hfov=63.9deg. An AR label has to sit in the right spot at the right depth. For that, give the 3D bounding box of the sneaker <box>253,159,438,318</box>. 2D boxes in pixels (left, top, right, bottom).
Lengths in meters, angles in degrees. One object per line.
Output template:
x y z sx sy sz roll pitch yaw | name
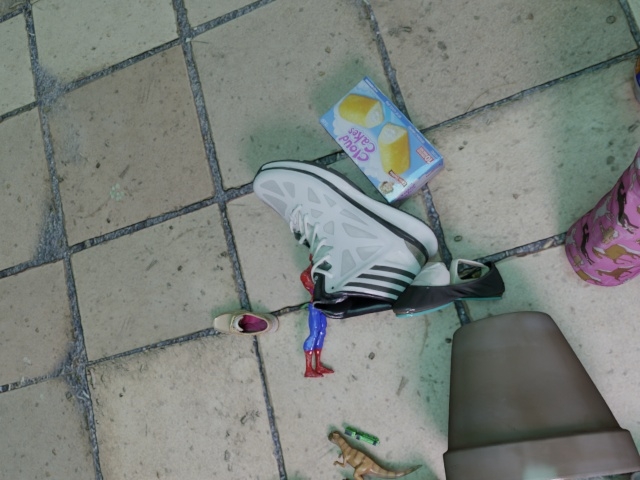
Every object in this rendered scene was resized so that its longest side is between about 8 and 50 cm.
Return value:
0.000 0.000 1.091 0.447 0.169 0.257 26 58 16 | sneaker

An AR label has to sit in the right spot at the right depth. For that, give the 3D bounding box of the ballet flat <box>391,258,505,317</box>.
0.253 0.087 1.030 0.095 0.280 0.096 -8 88 58 | ballet flat

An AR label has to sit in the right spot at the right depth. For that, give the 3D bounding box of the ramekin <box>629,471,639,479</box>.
0.631 0.504 0.878 0.207 0.207 0.109 16 97 18 | ramekin

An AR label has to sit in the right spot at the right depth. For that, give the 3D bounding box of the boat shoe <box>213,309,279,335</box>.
-0.187 0.197 1.232 0.170 0.059 0.063 -4 82 16 | boat shoe

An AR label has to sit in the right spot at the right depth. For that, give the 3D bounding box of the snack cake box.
0.138 -0.220 1.168 0.152 0.089 0.264 -41 74 8 | snack cake box

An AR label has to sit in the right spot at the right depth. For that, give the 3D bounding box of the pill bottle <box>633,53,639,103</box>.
0.664 -0.328 0.924 0.152 0.272 0.152 -2 83 16 | pill bottle

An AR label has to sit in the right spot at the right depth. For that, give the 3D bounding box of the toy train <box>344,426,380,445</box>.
0.092 0.436 1.138 0.083 0.024 0.017 16 88 18 | toy train

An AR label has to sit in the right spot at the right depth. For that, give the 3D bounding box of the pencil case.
0.547 -0.047 0.865 0.160 0.386 0.167 1 70 10 | pencil case

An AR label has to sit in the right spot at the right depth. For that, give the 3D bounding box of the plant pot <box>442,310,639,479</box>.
0.366 0.293 0.949 0.323 0.323 0.280 -15 63 15 | plant pot

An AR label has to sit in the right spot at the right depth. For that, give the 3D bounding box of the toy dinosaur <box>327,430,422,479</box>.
0.097 0.492 1.109 0.211 0.064 0.112 24 90 18 | toy dinosaur

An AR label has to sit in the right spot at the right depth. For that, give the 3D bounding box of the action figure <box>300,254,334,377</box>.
0.026 0.160 1.157 0.139 0.091 0.280 -8 82 22 | action figure
